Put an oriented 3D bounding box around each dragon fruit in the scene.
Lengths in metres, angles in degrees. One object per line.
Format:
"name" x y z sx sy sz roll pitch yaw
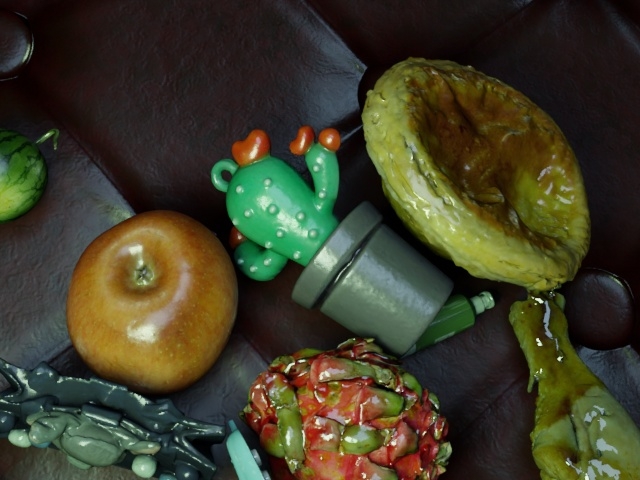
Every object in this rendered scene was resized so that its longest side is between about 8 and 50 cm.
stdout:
"dragon fruit" 0.037 0.268 1.423 0.302 0.237 0.231 34 62 -5

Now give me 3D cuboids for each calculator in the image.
"calculator" -0.043 0.418 1.335 0.054 0.256 0.386 -23 77 -9

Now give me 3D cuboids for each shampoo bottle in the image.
"shampoo bottle" 0.187 0.131 1.598 0.204 0.065 0.065 -22 74 -17

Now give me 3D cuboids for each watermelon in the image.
"watermelon" -0.476 -0.110 1.527 0.140 0.141 0.187 44 64 8

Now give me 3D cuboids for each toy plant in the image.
"toy plant" -0.004 0.007 1.498 0.400 0.279 0.185 37 58 3

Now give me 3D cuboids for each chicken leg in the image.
"chicken leg" 0.396 0.251 1.560 0.201 0.153 0.429 -3 61 -25

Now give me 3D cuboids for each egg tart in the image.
"egg tart" 0.234 -0.096 1.594 0.443 0.178 0.443 20 48 -24

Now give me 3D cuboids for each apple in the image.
"apple" -0.244 0.086 1.457 0.251 0.206 0.272 30 68 5

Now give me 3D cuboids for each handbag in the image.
"handbag" -0.295 0.255 1.344 0.325 0.269 0.118 16 69 -3
